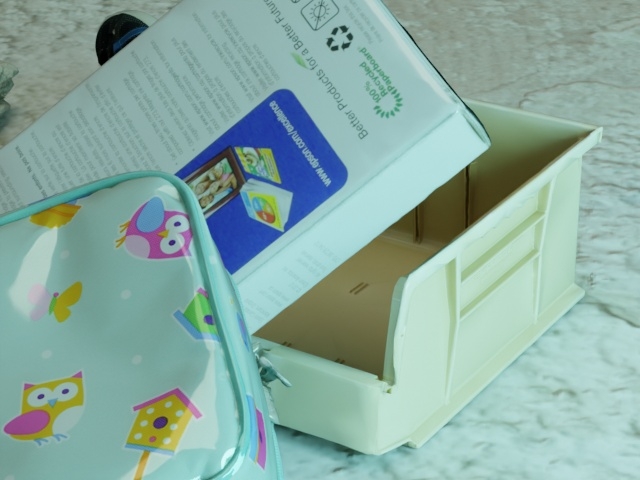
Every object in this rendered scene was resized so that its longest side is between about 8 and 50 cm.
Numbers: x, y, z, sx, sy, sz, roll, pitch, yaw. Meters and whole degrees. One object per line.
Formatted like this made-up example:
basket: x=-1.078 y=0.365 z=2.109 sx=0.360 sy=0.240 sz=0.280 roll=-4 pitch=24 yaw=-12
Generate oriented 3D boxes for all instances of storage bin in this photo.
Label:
storage bin: x=0.000 y=0.000 z=1.158 sx=0.262 sy=0.123 sz=0.260 roll=16 pitch=31 yaw=30

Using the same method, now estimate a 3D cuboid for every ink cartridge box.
ink cartridge box: x=-0.101 y=-0.010 z=1.033 sx=0.371 sy=0.069 sz=0.176 roll=-37 pitch=59 yaw=5

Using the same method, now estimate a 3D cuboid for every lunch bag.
lunch bag: x=-0.155 y=0.090 z=0.893 sx=0.279 sy=0.108 sz=0.224 roll=-19 pitch=47 yaw=2

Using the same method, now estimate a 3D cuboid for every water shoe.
water shoe: x=-0.151 y=-0.133 z=1.483 sx=0.080 sy=0.073 sz=0.203 roll=-19 pitch=31 yaw=-26

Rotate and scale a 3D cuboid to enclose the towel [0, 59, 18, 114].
towel: x=-0.379 y=-0.086 z=1.429 sx=0.187 sy=0.049 sz=0.282 roll=10 pitch=30 yaw=24
